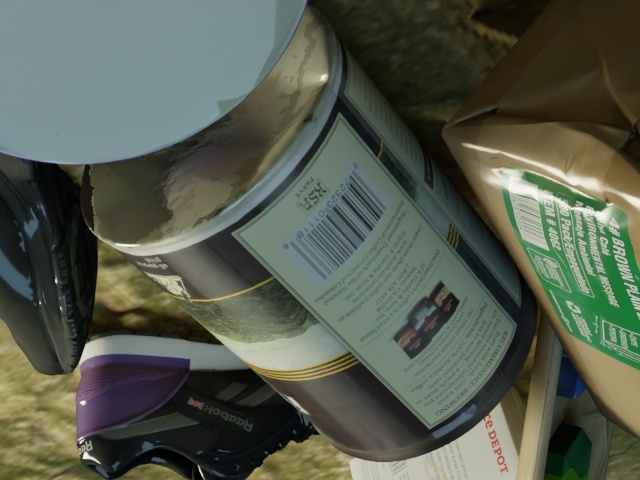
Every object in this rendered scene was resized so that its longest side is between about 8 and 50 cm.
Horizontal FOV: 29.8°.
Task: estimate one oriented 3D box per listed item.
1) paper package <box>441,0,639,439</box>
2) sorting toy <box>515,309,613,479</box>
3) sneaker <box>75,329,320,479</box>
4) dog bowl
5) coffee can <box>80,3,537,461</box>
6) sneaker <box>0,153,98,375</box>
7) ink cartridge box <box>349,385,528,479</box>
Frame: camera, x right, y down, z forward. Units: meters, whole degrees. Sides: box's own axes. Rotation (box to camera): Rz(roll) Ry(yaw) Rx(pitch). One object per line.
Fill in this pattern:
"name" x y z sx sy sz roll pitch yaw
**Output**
"paper package" 0.277 -0.043 0.784 0.309 0.168 0.325 -49 132 -17
"sorting toy" 0.202 0.178 0.952 0.041 0.229 0.307 9 94 27
"sneaker" -0.060 0.155 0.999 0.283 0.124 0.107 3 153 -9
"dog bowl" -0.136 -0.180 0.665 0.265 0.104 0.265 -6 114 -14
"coffee can" 0.000 0.000 0.838 0.201 0.201 0.275 -30 129 16
"sneaker" -0.238 -0.021 0.855 0.130 0.109 0.286 -8 123 5
"ink cartridge box" 0.140 0.234 1.118 0.176 0.128 0.127 -37 128 22
